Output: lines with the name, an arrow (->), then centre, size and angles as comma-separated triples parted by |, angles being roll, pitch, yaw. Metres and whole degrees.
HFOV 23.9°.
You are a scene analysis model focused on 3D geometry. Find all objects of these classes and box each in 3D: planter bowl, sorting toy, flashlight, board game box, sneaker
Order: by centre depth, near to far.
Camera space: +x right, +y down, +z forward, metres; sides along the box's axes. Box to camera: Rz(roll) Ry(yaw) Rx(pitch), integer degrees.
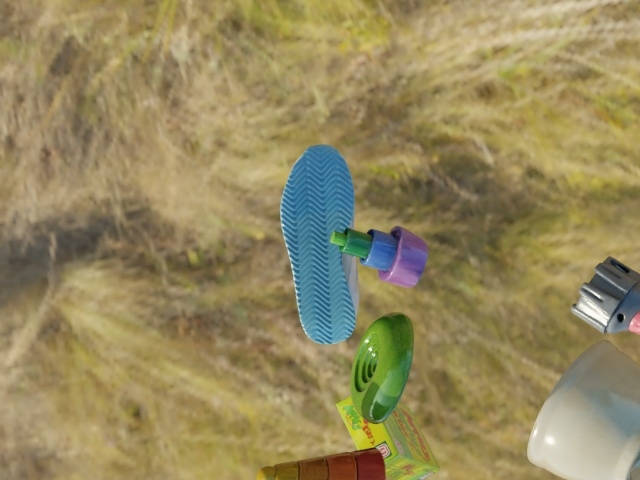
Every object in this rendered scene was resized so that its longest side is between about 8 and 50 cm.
sorting toy -> 0.018, 0.150, 1.655 | 0.126, 0.365, 0.127 | 16, 168, -16
planter bowl -> 0.320, 0.207, 1.675 | 0.162, 0.109, 0.162 | -38, 146, -32
sneaker -> 0.000, 0.000, 1.758 | 0.087, 0.092, 0.228 | -1, 102, 1
board game box -> 0.085, 0.240, 1.840 | 0.043, 0.092, 0.181 | -32, 158, 11
flashlight -> 0.476, 0.146, 2.007 | 0.103, 0.304, 0.103 | -22, 140, -56
